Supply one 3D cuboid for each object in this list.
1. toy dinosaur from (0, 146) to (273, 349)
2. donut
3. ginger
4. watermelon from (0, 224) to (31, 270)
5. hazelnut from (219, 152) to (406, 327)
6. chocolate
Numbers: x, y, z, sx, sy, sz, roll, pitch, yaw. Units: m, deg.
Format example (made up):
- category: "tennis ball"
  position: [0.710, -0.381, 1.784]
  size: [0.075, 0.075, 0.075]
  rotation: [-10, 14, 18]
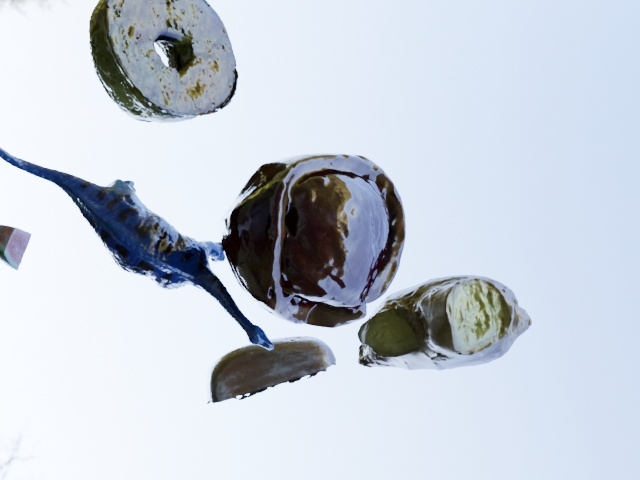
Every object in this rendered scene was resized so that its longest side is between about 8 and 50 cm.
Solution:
- category: "toy dinosaur"
  position: [-0.174, 0.002, 0.710]
  size: [0.329, 0.144, 0.076]
  rotation: [38, -87, 1]
- category: "donut"
  position: [-0.265, -0.303, 1.155]
  size: [0.107, 0.272, 0.272]
  rotation: [-16, -124, 35]
- category: "ginger"
  position: [0.148, 0.115, 0.968]
  size: [0.270, 0.219, 0.123]
  rotation: [-14, -99, 52]
- category: "watermelon"
  position: [-0.569, 0.009, 1.296]
  size: [0.072, 0.084, 0.092]
  rotation: [-29, -92, 1]
- category: "hazelnut"
  position: [-0.001, -0.008, 0.703]
  size: [0.202, 0.170, 0.160]
  rotation: [-17, -144, -24]
- category: "chocolate"
  position: [-0.101, 0.231, 1.351]
  size: [0.261, 0.161, 0.083]
  rotation: [-15, -88, -12]
